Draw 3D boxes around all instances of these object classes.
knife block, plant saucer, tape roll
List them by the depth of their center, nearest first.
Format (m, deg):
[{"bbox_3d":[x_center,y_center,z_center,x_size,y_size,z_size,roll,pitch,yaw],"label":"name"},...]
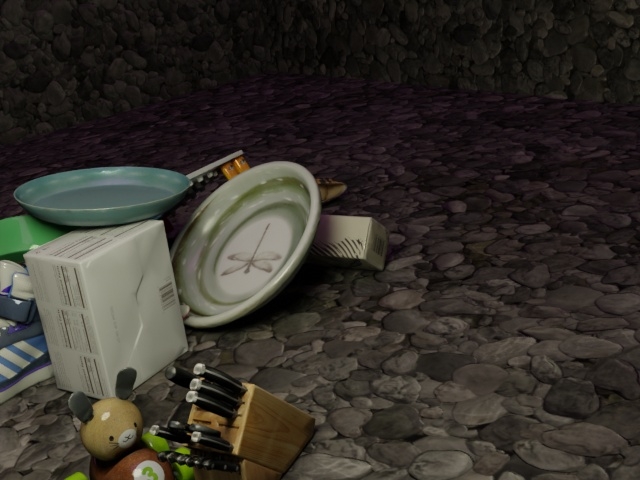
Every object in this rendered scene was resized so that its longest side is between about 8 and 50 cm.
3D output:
[{"bbox_3d":[-0.114,0.229,1.182,0.088,0.242,0.275,4,24,26],"label":"knife block"},{"bbox_3d":[-0.400,-0.082,1.615,0.317,0.044,0.317,-1,17,0],"label":"plant saucer"},{"bbox_3d":[-0.540,0.058,1.707,0.321,0.321,0.077,-10,63,-4],"label":"tape roll"},{"bbox_3d":[-0.144,0.022,1.774,0.400,0.100,0.400,-25,42,25],"label":"plant saucer"}]

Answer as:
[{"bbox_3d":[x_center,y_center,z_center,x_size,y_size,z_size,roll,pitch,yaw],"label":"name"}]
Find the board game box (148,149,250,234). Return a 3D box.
[{"bbox_3d":[-0.384,-0.037,1.946,0.390,0.050,0.390,-34,1,38],"label":"board game box"}]

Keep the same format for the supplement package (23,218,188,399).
[{"bbox_3d":[-0.370,0.113,1.537,0.145,0.262,0.204,7,25,32],"label":"supplement package"}]

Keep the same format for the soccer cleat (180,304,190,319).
[{"bbox_3d":[-0.285,0.139,1.685,0.083,0.029,0.035,-15,-33,42],"label":"soccer cleat"}]

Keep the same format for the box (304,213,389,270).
[{"bbox_3d":[0.000,0.000,1.869,0.275,0.094,0.113,3,-15,30],"label":"box"}]

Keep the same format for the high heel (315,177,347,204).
[{"bbox_3d":[-0.035,-0.108,2.200,0.186,0.093,0.261,-11,12,11],"label":"high heel"}]

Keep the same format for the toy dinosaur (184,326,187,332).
[{"bbox_3d":[-0.302,0.176,1.666,0.082,0.047,0.090,-25,32,11],"label":"toy dinosaur"}]

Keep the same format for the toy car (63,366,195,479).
[{"bbox_3d":[-0.276,0.273,1.201,0.155,0.188,0.149,-26,27,-37],"label":"toy car"}]

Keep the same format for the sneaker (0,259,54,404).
[{"bbox_3d":[-0.578,0.155,1.542,0.323,0.236,0.130,-23,26,-35],"label":"sneaker"}]

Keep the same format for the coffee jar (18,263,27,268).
[{"bbox_3d":[-0.663,0.091,1.945,0.096,0.079,0.184,17,31,28],"label":"coffee jar"}]
